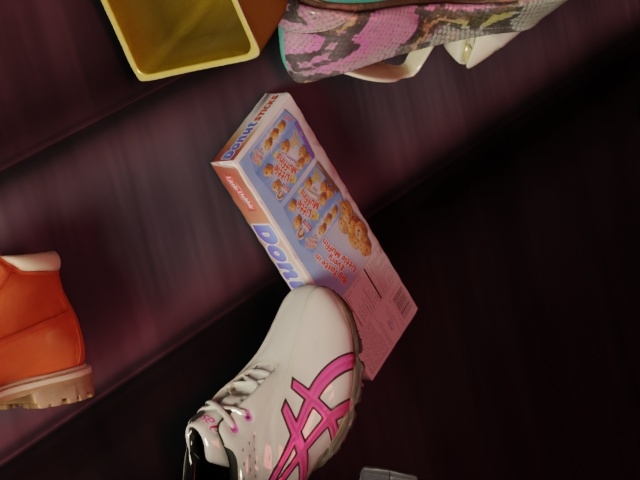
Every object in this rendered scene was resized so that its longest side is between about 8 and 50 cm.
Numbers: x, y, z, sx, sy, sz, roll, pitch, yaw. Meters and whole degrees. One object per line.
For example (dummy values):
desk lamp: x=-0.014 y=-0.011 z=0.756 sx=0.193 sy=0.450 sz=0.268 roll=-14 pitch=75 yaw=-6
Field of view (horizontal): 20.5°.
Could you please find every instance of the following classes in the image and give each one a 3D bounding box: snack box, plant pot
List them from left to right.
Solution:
plant pot: x=-0.063 y=-0.145 z=0.947 sx=0.083 sy=0.081 sz=0.081 roll=-54 pitch=128 yaw=-49
snack box: x=0.000 y=0.000 z=1.055 sx=0.064 sy=0.022 sz=0.178 roll=-54 pitch=127 yaw=-33

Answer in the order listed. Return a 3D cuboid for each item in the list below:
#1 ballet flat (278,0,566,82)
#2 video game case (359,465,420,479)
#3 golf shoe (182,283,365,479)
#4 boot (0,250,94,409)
ballet flat: x=0.069 y=-0.139 z=1.080 sx=0.221 sy=0.077 sz=0.079 roll=-15 pitch=132 yaw=-28
video game case: x=0.021 y=0.256 z=0.954 sx=0.275 sy=0.035 sz=0.248 roll=72 pitch=27 yaw=-78
golf shoe: x=-0.032 y=0.104 z=0.985 sx=0.086 sy=0.067 sz=0.186 roll=34 pitch=65 yaw=-41
boot: x=-0.175 y=0.045 z=0.837 sx=0.158 sy=0.059 sz=0.084 roll=-9 pitch=94 yaw=-57
